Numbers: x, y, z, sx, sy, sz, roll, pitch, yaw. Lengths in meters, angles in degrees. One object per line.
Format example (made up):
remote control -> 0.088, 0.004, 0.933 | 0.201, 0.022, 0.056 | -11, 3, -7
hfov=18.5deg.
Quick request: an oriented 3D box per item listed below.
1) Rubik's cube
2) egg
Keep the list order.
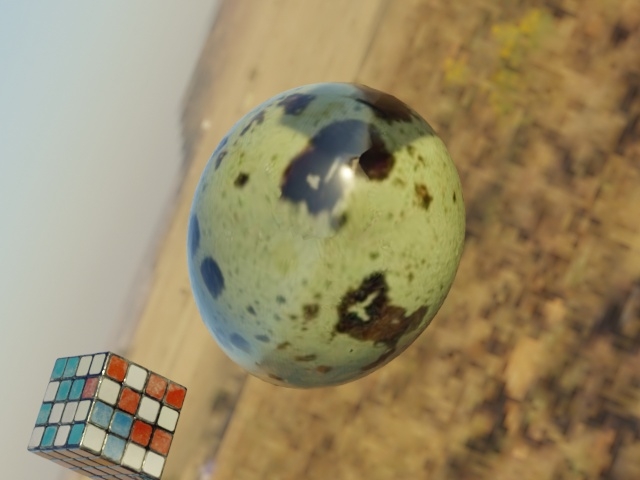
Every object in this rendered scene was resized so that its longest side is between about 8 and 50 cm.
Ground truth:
Rubik's cube -> -0.190, 0.160, 1.751 | 0.092, 0.092, 0.092 | -10, 58, 51
egg -> 0.000, 0.000, 2.053 | 0.379, 0.288, 0.287 | 124, 168, -54
